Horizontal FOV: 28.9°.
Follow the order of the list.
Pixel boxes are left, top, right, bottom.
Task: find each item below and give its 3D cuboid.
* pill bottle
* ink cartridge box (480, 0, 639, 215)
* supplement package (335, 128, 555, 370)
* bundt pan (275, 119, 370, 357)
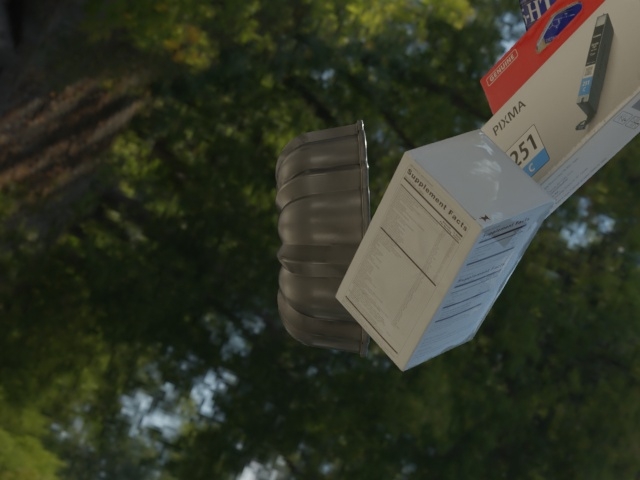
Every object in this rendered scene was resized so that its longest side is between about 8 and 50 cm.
[{"bbox_3d":[0.331,-0.346,1.729,0.112,0.112,0.187,157,-80,-73],"label":"pill bottle"},{"bbox_3d":[0.304,-0.210,1.525,0.296,0.066,0.261,-47,-137,35],"label":"ink cartridge box"},{"bbox_3d":[0.143,0.012,1.464,0.134,0.139,0.244,-19,147,-40],"label":"supplement package"},{"bbox_3d":[0.000,0.000,1.719,0.331,0.124,0.331,178,-90,-89],"label":"bundt pan"}]
